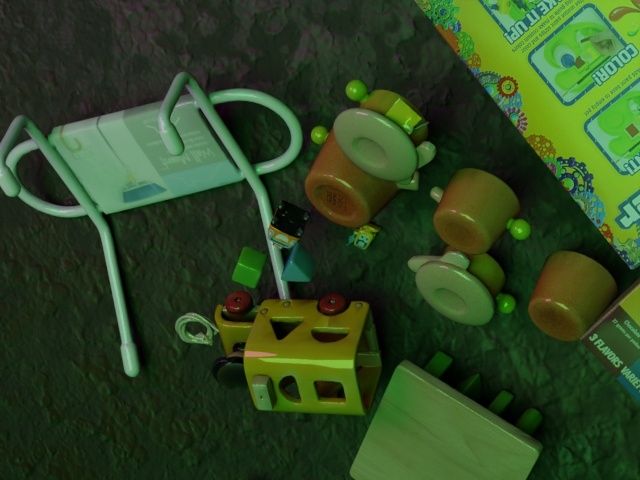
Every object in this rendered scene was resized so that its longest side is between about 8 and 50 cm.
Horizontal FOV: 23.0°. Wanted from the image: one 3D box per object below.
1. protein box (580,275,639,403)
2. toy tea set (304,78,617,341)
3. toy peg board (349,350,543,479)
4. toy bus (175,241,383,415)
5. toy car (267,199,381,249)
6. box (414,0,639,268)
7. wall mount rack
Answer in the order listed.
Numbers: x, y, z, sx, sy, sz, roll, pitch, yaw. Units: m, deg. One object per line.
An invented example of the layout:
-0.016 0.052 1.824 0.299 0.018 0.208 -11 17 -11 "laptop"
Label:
0.362 0.048 1.367 0.136 0.201 0.200 47 115 8 "protein box"
0.138 -0.033 1.499 0.336 0.124 0.200 41 150 -9 "toy tea set"
0.136 0.205 1.579 0.161 0.079 0.160 32 127 15 "toy peg board"
-0.039 0.119 1.560 0.191 0.104 0.202 34 131 -12 "toy bus"
0.000 0.000 1.563 0.122 0.060 0.040 16 123 -18 "toy car"
0.269 -0.162 1.312 0.177 0.290 0.279 -41 83 25 "box"
-0.167 -0.018 1.628 0.350 0.130 0.304 -12 130 26 "wall mount rack"
